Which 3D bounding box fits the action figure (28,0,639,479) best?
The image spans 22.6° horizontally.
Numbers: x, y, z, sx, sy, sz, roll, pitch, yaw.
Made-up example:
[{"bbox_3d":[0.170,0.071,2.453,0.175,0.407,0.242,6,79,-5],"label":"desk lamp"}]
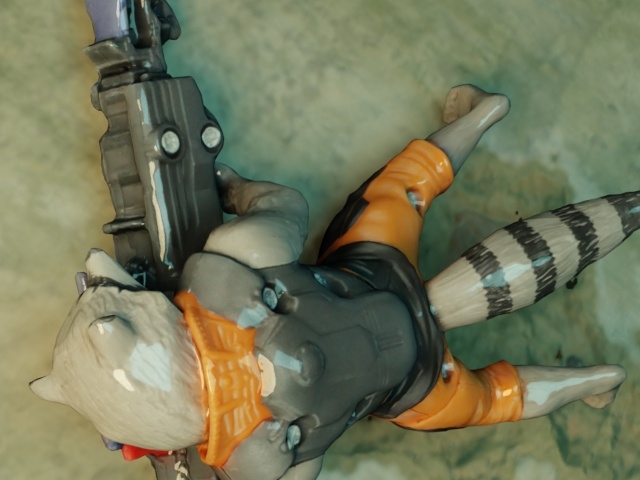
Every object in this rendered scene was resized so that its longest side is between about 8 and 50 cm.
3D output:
[{"bbox_3d":[0.000,0.000,0.812,0.330,0.178,0.341,-21,98,-38],"label":"action figure"}]
